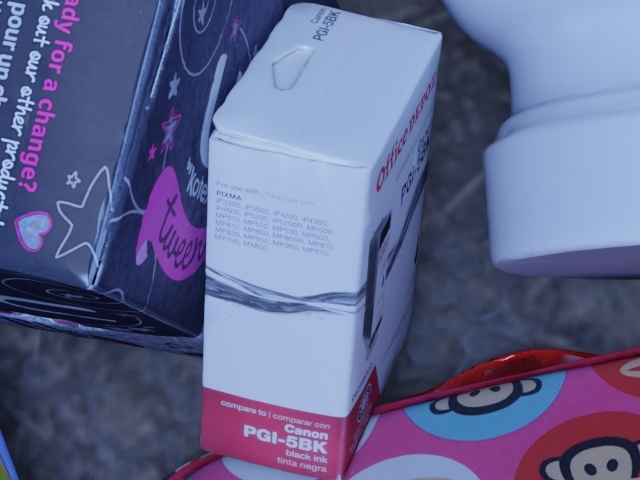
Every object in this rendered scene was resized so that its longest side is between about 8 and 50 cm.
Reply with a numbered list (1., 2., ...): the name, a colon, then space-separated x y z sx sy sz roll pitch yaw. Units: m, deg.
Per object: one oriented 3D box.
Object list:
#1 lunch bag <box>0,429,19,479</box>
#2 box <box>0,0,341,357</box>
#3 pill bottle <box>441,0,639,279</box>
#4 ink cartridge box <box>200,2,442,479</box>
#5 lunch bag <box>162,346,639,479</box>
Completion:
1. lunch bag: -0.186 0.146 0.701 0.176 0.090 0.219 -32 75 34
2. box: -0.089 -0.051 0.662 0.142 0.247 0.163 11 83 12
3. pill bottle: 0.139 -0.174 0.653 0.210 0.210 0.362 -2 84 7
4. ink cartridge box: 0.000 0.000 0.647 0.056 0.099 0.135 13 127 12
5. lunch bag: 0.071 0.132 0.637 0.293 0.258 0.120 -13 123 8
